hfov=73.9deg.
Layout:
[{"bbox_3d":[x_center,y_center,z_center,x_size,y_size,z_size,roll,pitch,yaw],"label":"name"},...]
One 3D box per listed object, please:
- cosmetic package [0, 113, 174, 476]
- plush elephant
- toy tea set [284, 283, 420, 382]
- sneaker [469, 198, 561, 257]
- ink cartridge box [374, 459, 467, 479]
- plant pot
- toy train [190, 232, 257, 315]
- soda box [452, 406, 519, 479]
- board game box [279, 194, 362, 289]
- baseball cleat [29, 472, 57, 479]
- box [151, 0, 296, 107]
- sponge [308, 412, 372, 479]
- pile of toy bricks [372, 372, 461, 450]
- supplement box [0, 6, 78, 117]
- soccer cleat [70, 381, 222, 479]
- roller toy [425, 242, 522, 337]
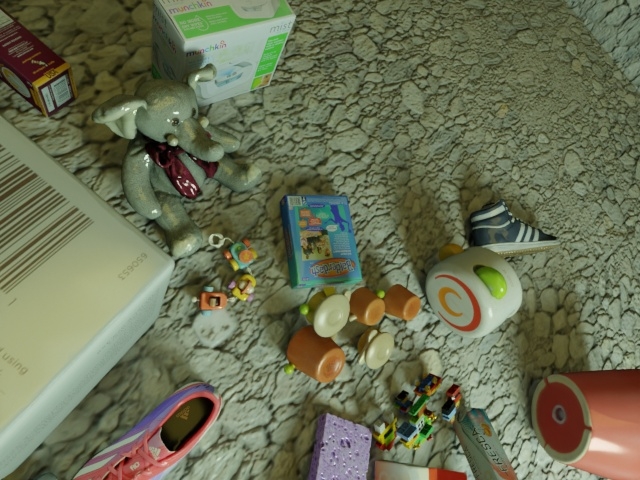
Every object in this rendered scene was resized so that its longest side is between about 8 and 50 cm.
[{"bbox_3d":[-0.439,0.089,0.558,0.329,0.394,0.327,40,61,-5],"label":"cosmetic package"},{"bbox_3d":[-0.269,-0.187,0.807,0.330,0.255,0.272,45,61,-2],"label":"plush elephant"},{"bbox_3d":[0.064,0.175,0.907,0.336,0.124,0.199,1,105,-41],"label":"toy tea set"},{"bbox_3d":[0.541,-0.035,1.187,0.282,0.099,0.153,-4,75,-21],"label":"sneaker"},{"bbox_3d":[0.185,0.506,0.802,0.045,0.179,0.145,26,60,-44],"label":"ink cartridge box"},{"bbox_3d":[0.662,0.425,0.997,0.243,0.275,0.274,10,68,-8],"label":"plant pot"},{"bbox_3d":[-0.184,0.070,0.853,0.125,0.046,0.166,10,83,-27],"label":"toy train"},{"bbox_3d":[0.349,0.452,0.903,0.058,0.063,0.183,13,33,-20],"label":"soda box"},{"bbox_3d":[0.000,0.000,0.973,0.160,0.047,0.210,-1,72,-24],"label":"board game box"},{"bbox_3d":[-0.502,0.386,0.610,0.206,0.072,0.109,-30,86,-29],"label":"baseball cleat"},{"bbox_3d":[-0.219,-0.428,0.929,0.262,0.231,0.126,-29,85,-29],"label":"box"},{"bbox_3d":[0.034,0.452,0.806,0.117,0.031,0.210,29,50,-21],"label":"sponge"},{"bbox_3d":[0.216,0.388,0.908,0.212,0.118,0.105,-29,117,-37],"label":"pile of toy bricks"},{"bbox_3d":[-0.579,-0.347,0.819,0.188,0.104,0.080,40,62,-5],"label":"supplement box"},{"bbox_3d":[-0.292,0.355,0.683,0.318,0.116,0.108,-41,91,-29],"label":"soccer cleat"},{"bbox_3d":[0.360,0.117,1.005,0.146,0.209,0.191,-24,118,-28],"label":"roller toy"}]
